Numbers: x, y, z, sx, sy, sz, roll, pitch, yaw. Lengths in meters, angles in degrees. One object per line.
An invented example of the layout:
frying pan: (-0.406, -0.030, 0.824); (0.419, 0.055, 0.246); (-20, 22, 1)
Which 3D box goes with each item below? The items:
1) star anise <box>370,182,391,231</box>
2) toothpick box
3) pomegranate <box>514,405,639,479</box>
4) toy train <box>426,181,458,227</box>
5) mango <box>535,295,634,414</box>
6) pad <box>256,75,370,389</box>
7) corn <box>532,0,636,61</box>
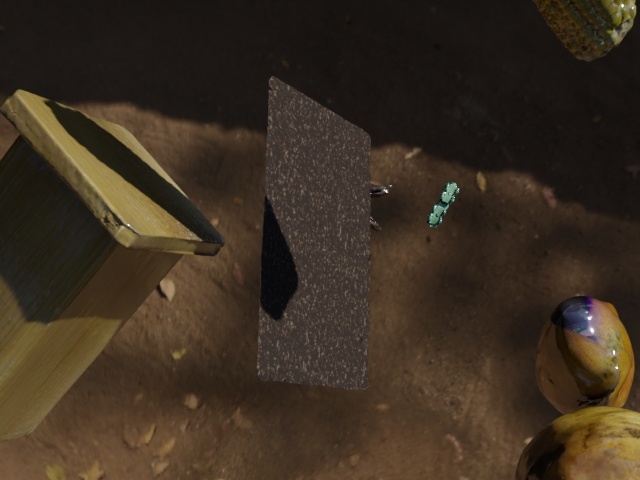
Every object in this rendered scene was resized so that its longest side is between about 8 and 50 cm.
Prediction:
star anise: (0.014, -0.100, 1.645); (0.272, 0.272, 0.102); (35, 35, 6)
toothpick box: (-0.281, 0.044, 0.773); (0.190, 0.187, 0.308); (45, 101, 14)
pomegranate: (0.392, 0.367, 1.051); (0.281, 0.281, 0.281); (5, 64, -10)
toy train: (0.218, -0.063, 1.411); (0.029, 0.045, 0.092); (29, 86, 2)
mango: (0.446, 0.205, 1.315); (0.152, 0.287, 0.201); (26, 71, 29)
pad: (0.000, 0.000, 0.897); (0.004, 0.220, 0.330); (-7, 74, 33)
corn: (0.162, -0.288, 0.625); (0.320, 0.097, 0.097); (52, 61, -22)
